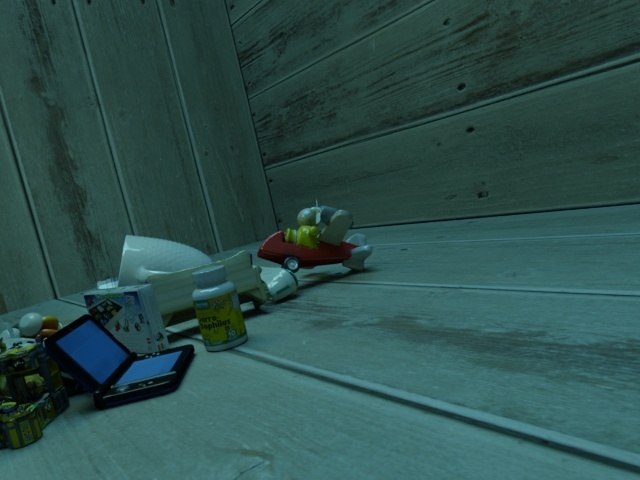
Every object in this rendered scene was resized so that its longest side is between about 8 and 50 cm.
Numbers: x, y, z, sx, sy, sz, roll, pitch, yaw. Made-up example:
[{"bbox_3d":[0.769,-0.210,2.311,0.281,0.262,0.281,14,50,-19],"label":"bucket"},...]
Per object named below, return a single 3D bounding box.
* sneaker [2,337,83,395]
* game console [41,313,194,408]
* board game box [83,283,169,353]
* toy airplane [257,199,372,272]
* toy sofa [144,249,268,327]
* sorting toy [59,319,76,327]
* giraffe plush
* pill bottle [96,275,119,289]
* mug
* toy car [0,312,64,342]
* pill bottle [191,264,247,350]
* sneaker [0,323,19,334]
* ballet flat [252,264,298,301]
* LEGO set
[{"bbox_3d":[-0.661,0.314,1.287,0.217,0.121,0.079,13,10,0],"label":"sneaker"},{"bbox_3d":[-0.456,0.254,1.269,0.250,0.173,0.293,-13,7,-3],"label":"game console"},{"bbox_3d":[-0.580,0.234,1.593,0.305,0.192,0.053,-7,9,38],"label":"board game box"},{"bbox_3d":[0.000,0.000,2.023,0.386,0.272,0.384,-23,-22,21],"label":"toy airplane"},{"bbox_3d":[-0.364,0.167,1.695,0.363,0.177,0.150,-16,-12,-22],"label":"toy sofa"},{"bbox_3d":[-1.113,0.368,2.211,0.193,0.038,0.208,-9,3,32],"label":"sorting toy"},{"bbox_3d":[-0.812,0.338,1.343,0.170,0.210,0.181,-36,-25,-3],"label":"giraffe plush"},{"bbox_3d":[-0.799,0.218,2.325,0.283,0.161,0.161,-15,7,-18],"label":"pill bottle"},{"bbox_3d":[-0.571,0.133,1.999,0.328,0.276,0.374,8,-4,-18],"label":"mug"},{"bbox_3d":[-0.904,0.327,1.707,0.182,0.136,0.159,-37,-28,-2],"label":"toy car"},{"bbox_3d":[-0.272,0.175,1.422,0.118,0.208,0.117,-12,6,1],"label":"pill bottle"},{"bbox_3d":[-1.083,0.377,1.846,0.341,0.125,0.139,-13,33,-20],"label":"sneaker"},{"bbox_3d":[-0.239,0.161,1.950,0.139,0.139,0.400,-17,9,-36],"label":"ballet flat"},{"bbox_3d":[-0.704,0.315,1.117,0.331,0.192,0.255,-12,6,9],"label":"LEGO set"}]
